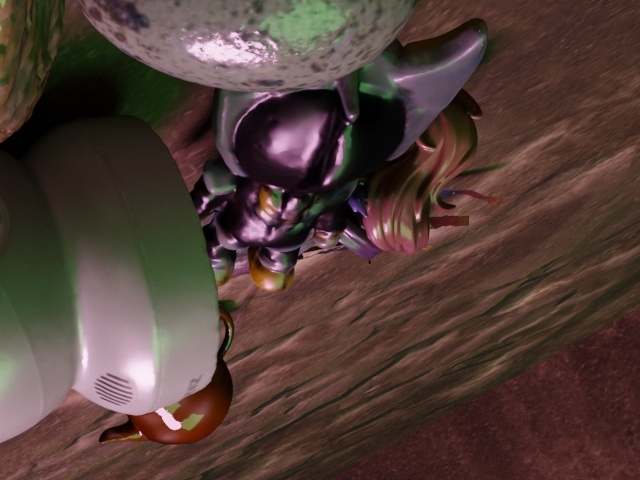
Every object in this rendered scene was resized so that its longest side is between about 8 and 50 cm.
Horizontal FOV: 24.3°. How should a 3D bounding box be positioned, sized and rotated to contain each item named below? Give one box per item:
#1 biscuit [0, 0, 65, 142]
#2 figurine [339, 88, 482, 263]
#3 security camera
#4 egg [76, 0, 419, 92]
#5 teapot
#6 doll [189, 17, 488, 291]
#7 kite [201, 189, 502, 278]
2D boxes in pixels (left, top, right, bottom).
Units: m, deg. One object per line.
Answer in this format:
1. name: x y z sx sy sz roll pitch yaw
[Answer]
1. biscuit: -0.090 -0.139 0.481 0.033 0.219 0.220 9 157 -6
2. figurine: 0.060 -0.048 1.132 0.157 0.114 0.126 -28 173 5
3. security camera: -0.199 0.035 0.889 0.236 0.194 0.194 -16 162 -22
4. egg: -0.032 -0.134 0.696 0.172 0.132 0.132 -9 161 -12
5. teapot: -0.148 0.134 1.438 0.173 0.116 0.116 -53 162 0
6. doll: -0.009 -0.063 0.976 0.145 0.103 0.316 23 141 -5
7. kite: -0.001 -0.003 1.351 0.360 0.022 0.204 -5 154 -41
